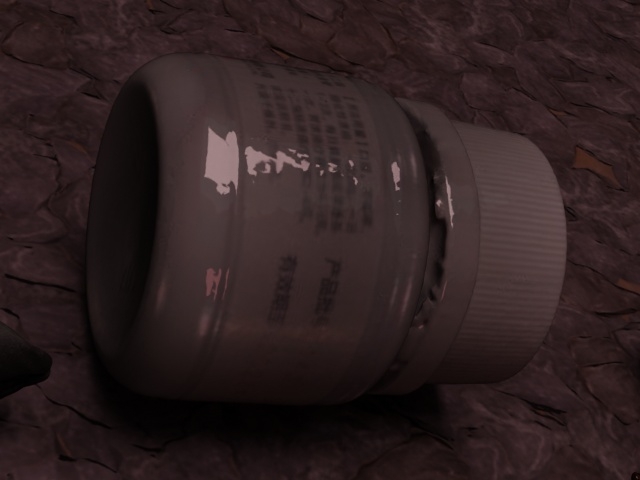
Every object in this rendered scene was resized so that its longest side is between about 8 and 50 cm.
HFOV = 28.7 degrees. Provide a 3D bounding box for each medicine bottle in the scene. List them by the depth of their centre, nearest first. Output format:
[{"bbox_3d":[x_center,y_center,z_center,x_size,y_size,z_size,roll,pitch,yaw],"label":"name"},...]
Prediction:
[{"bbox_3d":[0.000,0.000,0.922,0.306,0.245,0.245,6,43,-23],"label":"medicine bottle"}]

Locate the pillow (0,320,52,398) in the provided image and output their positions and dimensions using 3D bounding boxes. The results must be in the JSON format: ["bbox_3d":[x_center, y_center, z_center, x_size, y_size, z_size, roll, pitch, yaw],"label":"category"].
[{"bbox_3d":[-0.322,0.050,0.802,0.250,0.106,0.186,37,40,19],"label":"pillow"}]

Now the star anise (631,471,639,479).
[{"bbox_3d":[0.336,0.247,0.960,0.177,0.073,0.234,2,28,-38],"label":"star anise"}]
